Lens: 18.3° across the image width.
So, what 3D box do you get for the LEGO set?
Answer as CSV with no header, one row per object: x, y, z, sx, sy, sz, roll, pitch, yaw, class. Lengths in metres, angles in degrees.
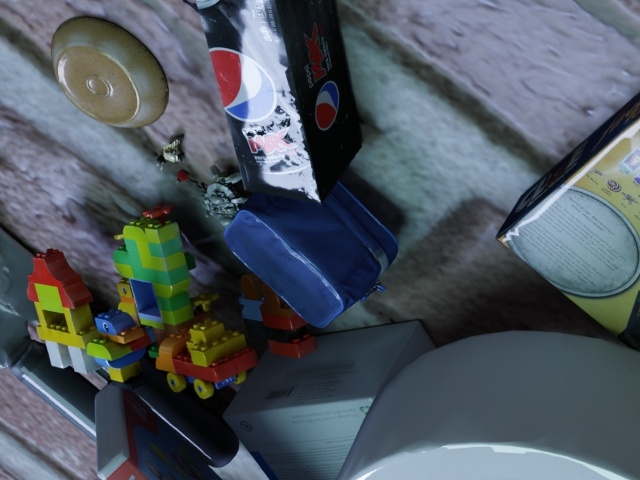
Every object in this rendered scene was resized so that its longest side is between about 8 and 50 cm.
-0.070,-0.028,1.243,0.083,0.023,0.054,27,140,9,LEGO set

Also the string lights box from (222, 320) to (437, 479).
0.064,0.180,1.320,0.133,0.077,0.260,-10,124,41,string lights box

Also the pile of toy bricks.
-0.100,0.028,1.273,0.212,0.118,0.105,7,115,53,pile of toy bricks

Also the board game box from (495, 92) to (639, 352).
0.237,0.026,1.072,0.243,0.042,0.165,39,141,-6,board game box

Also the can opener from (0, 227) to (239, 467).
-0.185,0.077,1.412,0.283,0.076,0.095,41,172,-9,can opener

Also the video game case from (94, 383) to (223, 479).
-0.039,0.215,1.291,0.285,0.025,0.204,46,-178,-11,video game case

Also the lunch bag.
0.000,0.000,1.190,0.098,0.065,0.067,44,155,-2,lunch bag

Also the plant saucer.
-0.134,-0.099,1.223,0.083,0.015,0.083,19,138,18,plant saucer

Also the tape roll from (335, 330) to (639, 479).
0.140,0.191,1.164,0.286,0.100,0.286,12,132,14,tape roll

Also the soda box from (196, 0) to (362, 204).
-0.024,-0.103,1.107,0.053,0.060,0.169,11,136,27,soda box
